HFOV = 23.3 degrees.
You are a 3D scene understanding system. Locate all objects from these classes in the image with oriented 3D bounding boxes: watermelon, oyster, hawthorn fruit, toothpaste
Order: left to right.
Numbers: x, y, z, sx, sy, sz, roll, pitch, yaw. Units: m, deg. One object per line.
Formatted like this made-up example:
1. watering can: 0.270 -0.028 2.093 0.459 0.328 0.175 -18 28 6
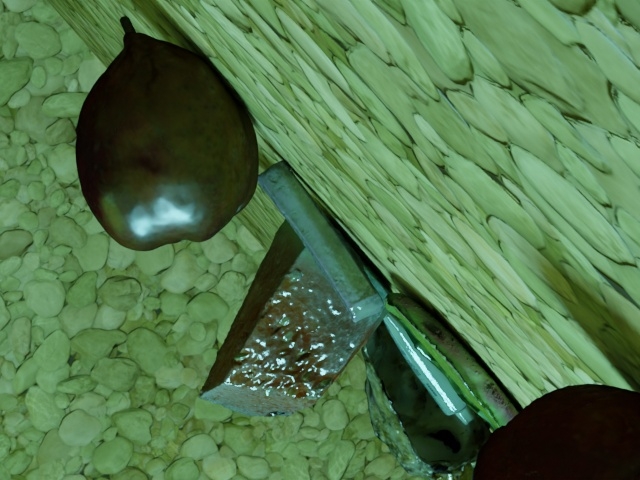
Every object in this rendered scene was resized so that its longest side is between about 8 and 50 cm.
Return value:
1. hawthorn fruit: -0.178 -0.118 1.669 0.208 0.208 0.248 -146 38 -72
2. watermelon: -0.030 0.120 1.854 0.193 0.257 0.140 40 -178 -24
3. oyster: 0.123 0.209 2.069 0.094 0.166 0.294 -17 110 45
4. toothpaste: 0.131 0.153 2.012 0.218 0.041 0.064 52 -177 -13
5. hawthorn fruit: 0.179 0.158 0.959 0.148 0.148 0.172 48 160 -2

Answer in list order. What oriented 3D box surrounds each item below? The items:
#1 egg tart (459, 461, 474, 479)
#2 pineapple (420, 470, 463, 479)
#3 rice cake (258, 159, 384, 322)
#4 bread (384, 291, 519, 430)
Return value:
1. egg tart: 0.293 0.411 1.951 0.345 0.132 0.345 57 -178 -2
2. pineapple: 0.244 0.393 2.553 0.236 0.114 0.186 41 172 34
3. rice cake: 0.000 0.000 1.733 0.207 0.047 0.036 54 -177 12
4. bread: 0.152 0.140 1.712 0.228 0.033 0.228 49 176 5
